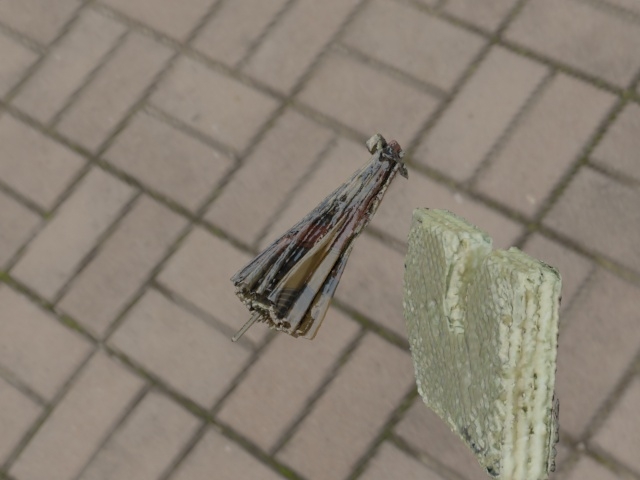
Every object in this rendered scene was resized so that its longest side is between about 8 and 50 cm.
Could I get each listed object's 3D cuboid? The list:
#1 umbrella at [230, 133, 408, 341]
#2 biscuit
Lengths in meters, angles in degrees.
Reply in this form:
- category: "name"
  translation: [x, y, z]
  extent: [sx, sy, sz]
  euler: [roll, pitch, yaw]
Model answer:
- category: "umbrella"
  translation: [0.000, 0.001, 0.471]
  extent: [0.031, 0.020, 0.083]
  euler: [34, 69, 14]
- category: "biscuit"
  translation: [0.108, 0.064, 1.073]
  extent: [0.046, 0.147, 0.250]
  euler: [0, 13, -13]
